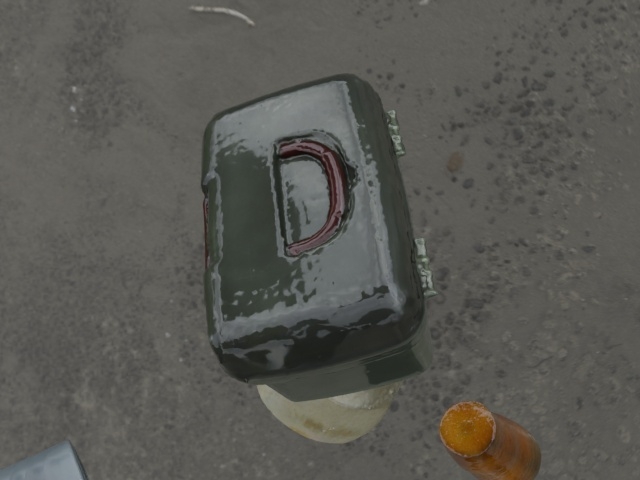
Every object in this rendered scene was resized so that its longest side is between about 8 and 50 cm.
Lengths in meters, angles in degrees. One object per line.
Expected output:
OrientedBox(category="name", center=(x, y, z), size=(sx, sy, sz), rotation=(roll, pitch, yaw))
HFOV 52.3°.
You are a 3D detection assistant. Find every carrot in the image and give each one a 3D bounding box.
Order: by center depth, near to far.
OrientedBox(category="carrot", center=(0.194, 0.238, 0.758), size=(0.087, 0.193, 0.087), rotation=(-19, 54, 29))

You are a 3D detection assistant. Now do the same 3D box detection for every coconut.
OrientedBox(category="coconut", center=(0.021, 0.187, 0.991), size=(0.241, 0.241, 0.241), rotation=(-4, 83, 34))

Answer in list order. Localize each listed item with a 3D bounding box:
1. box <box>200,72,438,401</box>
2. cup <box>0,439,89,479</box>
OrientedBox(category="box", center=(0.000, 0.000, 0.461), size=(0.148, 0.129, 0.210), rotation=(-15, 57, 12))
OrientedBox(category="cup", center=(-0.215, 0.200, 0.435), size=(0.095, 0.129, 0.128), rotation=(53, 153, 28))
